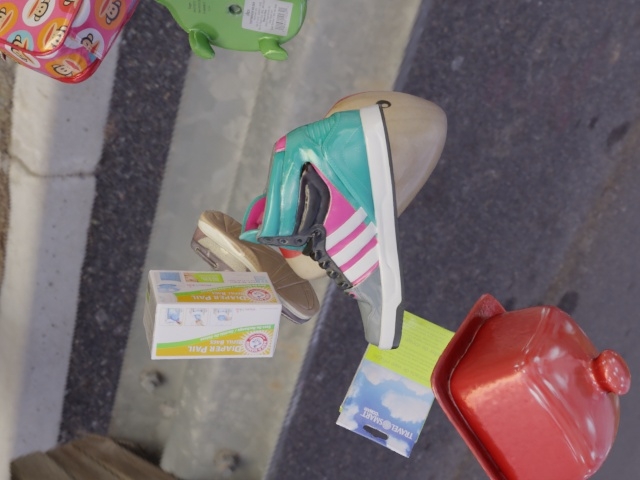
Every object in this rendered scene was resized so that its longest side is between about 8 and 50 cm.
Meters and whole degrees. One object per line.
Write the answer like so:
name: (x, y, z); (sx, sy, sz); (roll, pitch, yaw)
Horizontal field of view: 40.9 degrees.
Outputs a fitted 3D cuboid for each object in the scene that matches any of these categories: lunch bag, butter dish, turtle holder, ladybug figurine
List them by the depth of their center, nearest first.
butter dish: (0.183, 0.118, 0.667); (0.118, 0.160, 0.160); (-32, -174, 37)
ladybug figurine: (0.033, -0.092, 1.303); (0.305, 0.162, 0.449); (-55, -174, -21)
lunch bag: (-0.422, -0.415, 1.379); (0.293, 0.258, 0.120); (-62, 153, -7)
turtle holder: (-0.177, -0.484, 1.612); (0.243, 0.320, 0.227); (56, 33, -52)

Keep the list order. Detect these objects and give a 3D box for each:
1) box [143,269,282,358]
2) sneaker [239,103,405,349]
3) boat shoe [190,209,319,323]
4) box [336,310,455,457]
box: (-0.176, 0.120, 1.397); (0.203, 0.114, 0.103); (1, 116, -20)
sneaker: (0.000, 0.000, 0.976); (0.178, 0.124, 0.295); (-6, 112, 3)
boat shoe: (-0.125, 0.060, 1.575); (0.092, 0.285, 0.103); (-57, 166, 28)
box: (0.102, 0.186, 1.138); (0.042, 0.109, 0.178); (97, 18, -70)
